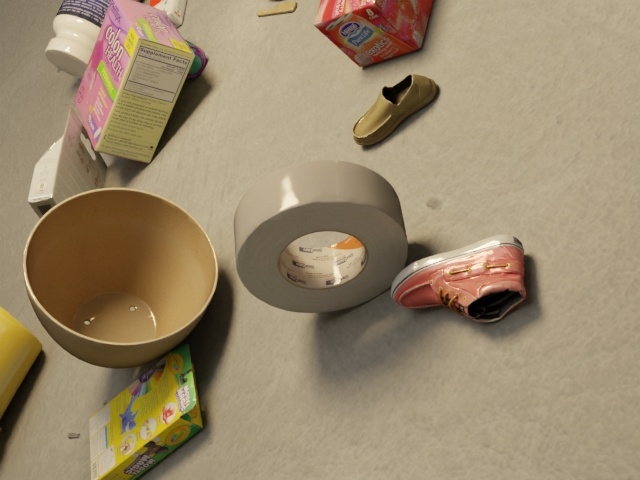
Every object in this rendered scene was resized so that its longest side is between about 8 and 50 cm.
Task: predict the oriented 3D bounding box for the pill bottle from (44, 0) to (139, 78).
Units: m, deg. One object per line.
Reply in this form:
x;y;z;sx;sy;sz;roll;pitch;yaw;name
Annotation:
-0.522;-0.514;2.206;0.153;0.153;0.265;0;63;47;pill bottle

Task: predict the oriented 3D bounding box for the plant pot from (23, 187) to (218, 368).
-0.313;0.086;1.486;0.191;0.284;0.284;112;162;-51;plant pot

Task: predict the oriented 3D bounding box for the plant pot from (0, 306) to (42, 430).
-0.646;0.231;1.732;0.254;0.254;0.239;11;57;50;plant pot

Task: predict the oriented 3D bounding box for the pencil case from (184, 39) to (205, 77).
-0.291;-0.373;1.930;0.070;0.064;0.151;-43;36;-10;pencil case

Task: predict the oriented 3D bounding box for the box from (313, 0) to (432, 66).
0.100;-0.418;1.499;0.128;0.122;0.257;-8;58;43;box

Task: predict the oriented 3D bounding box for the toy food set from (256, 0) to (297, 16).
-0.062;-0.516;1.812;0.132;0.038;0.192;4;66;48;toy food set

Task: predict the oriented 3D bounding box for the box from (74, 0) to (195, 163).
-0.367;-0.313;1.857;0.243;0.117;0.213;-62;37;23;box

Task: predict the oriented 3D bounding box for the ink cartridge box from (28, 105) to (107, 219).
-0.481;-0.109;1.840;0.066;0.189;0.232;-11;52;7;ink cartridge box

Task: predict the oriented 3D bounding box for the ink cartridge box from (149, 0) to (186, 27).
-0.356;-0.521;2.126;0.145;0.045;0.179;-23;50;34;ink cartridge box

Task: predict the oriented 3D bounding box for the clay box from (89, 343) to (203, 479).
-0.253;0.264;1.427;0.222;0.053;0.127;-38;41;19;clay box

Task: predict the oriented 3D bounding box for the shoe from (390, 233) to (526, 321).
0.160;0.060;1.130;0.178;0.063;0.081;-24;42;28;shoe

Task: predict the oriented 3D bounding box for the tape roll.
0.000;0.000;1.218;0.219;0.219;0.072;-32;44;27;tape roll

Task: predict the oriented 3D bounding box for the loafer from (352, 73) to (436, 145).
0.099;-0.196;1.395;0.148;0.050;0.056;-37;41;21;loafer
